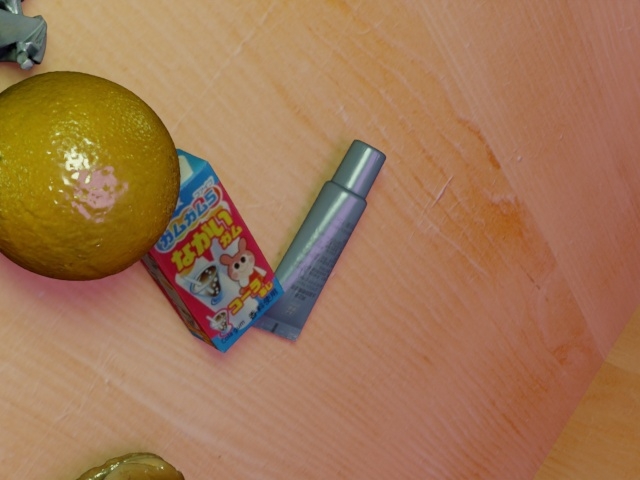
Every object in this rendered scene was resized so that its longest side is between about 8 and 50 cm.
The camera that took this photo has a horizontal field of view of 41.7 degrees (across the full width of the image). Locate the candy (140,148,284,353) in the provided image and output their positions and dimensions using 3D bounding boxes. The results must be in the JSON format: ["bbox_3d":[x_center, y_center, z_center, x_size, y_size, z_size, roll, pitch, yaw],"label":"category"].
[{"bbox_3d":[-0.190,0.021,1.335,0.157,0.100,0.305,-44,131,-21],"label":"candy"}]

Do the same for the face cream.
[{"bbox_3d":[0.000,0.000,1.527,0.136,0.086,0.385,27,92,-44],"label":"face cream"}]

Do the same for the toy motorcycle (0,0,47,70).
[{"bbox_3d":[-0.431,-0.237,0.993,0.270,0.106,0.159,-47,127,-25],"label":"toy motorcycle"}]

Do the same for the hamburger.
[{"bbox_3d":[-0.318,0.464,1.369,0.243,0.146,0.286,-56,134,-21],"label":"hamburger"}]

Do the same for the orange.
[{"bbox_3d":[-0.308,-0.079,1.061,0.274,0.274,0.274,-19,119,-38],"label":"orange"}]
